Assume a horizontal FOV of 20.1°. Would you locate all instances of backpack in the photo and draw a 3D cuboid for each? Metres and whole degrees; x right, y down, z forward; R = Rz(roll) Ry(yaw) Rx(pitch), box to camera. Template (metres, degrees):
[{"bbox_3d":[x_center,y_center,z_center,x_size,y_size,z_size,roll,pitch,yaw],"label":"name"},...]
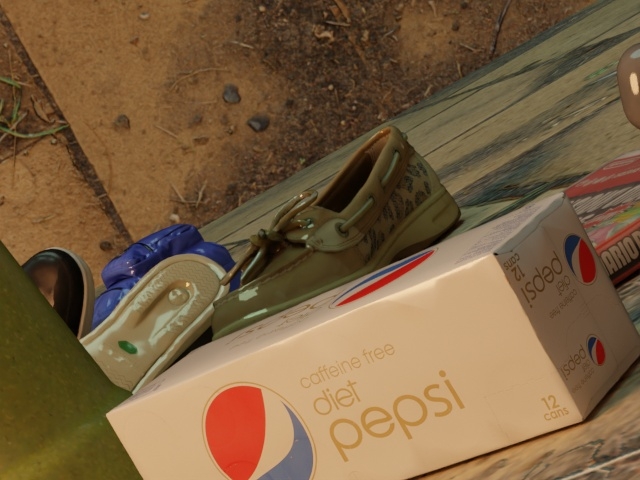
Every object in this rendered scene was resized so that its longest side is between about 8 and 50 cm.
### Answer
[{"bbox_3d":[-0.134,0.052,1.458,0.120,0.101,0.098,-36,2,-30],"label":"backpack"}]

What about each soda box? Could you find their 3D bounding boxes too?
[{"bbox_3d":[0.017,0.058,0.735,0.216,0.074,0.069,-24,7,38],"label":"soda box"}]

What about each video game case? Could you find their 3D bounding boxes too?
[{"bbox_3d":[0.103,0.018,0.934,0.285,0.025,0.204,-31,6,-19],"label":"video game case"}]

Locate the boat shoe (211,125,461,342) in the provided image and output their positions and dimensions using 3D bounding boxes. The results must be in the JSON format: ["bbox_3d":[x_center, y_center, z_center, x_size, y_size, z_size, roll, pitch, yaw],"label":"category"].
[{"bbox_3d":[0.000,0.000,1.269,0.105,0.089,0.285,-25,5,32],"label":"boat shoe"}]

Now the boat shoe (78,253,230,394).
[{"bbox_3d":[-0.151,0.107,1.269,0.233,0.084,0.079,-39,-28,-25],"label":"boat shoe"}]

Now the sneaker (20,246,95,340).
[{"bbox_3d":[-0.245,0.096,1.266,0.217,0.079,0.121,-59,-21,0],"label":"sneaker"}]

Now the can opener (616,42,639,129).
[{"bbox_3d":[0.232,-0.107,0.968,0.074,0.093,0.280,-12,5,32],"label":"can opener"}]

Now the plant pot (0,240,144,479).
[{"bbox_3d":[-0.240,0.076,0.949,0.276,0.254,0.276,-28,5,3],"label":"plant pot"}]
